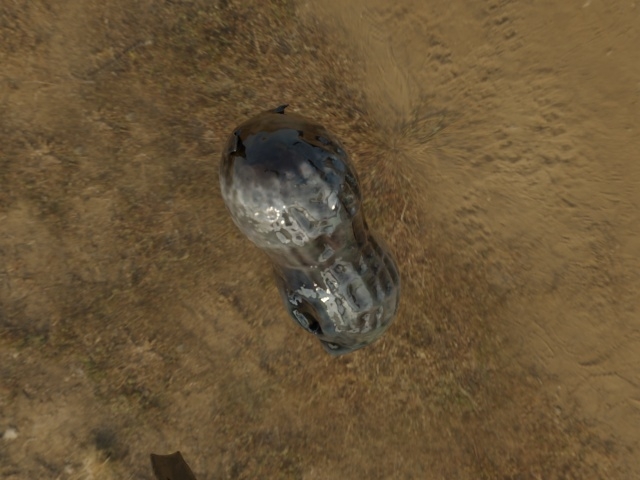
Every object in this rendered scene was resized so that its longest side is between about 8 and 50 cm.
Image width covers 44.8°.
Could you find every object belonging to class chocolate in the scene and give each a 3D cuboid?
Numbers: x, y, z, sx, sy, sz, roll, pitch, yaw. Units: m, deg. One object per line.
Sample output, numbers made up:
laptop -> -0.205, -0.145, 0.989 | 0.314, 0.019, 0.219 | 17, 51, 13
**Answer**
chocolate -> 0.000, 0.000, 0.621 | 0.110, 0.110, 0.248 | -16, 137, 7

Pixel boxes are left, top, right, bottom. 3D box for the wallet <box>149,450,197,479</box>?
wallet -> -0.076, 0.359, 0.638 | 0.051, 0.197, 0.377 | -15, 103, -22
